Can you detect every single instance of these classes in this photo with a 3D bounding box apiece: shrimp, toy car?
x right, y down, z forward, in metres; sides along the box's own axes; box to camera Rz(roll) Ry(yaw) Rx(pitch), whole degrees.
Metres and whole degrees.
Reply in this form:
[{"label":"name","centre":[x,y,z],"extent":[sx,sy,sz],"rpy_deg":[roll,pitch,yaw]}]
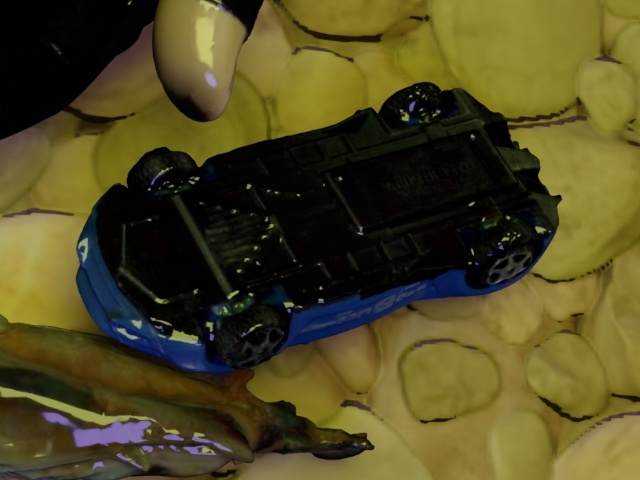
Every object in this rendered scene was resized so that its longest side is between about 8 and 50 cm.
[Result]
[{"label":"shrimp","centre":[-0.107,0.104,0.700],"extent":[0.254,0.059,0.145],"rpy_deg":[13,71,-8]},{"label":"toy car","centre":[0.000,0.000,0.753],"extent":[0.216,0.063,0.103],"rpy_deg":[-17,58,-23]}]

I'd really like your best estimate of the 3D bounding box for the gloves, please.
[{"label":"gloves","centre":[-0.097,-0.146,0.735],"extent":[0.197,0.152,0.301],"rpy_deg":[27,42,3]}]
